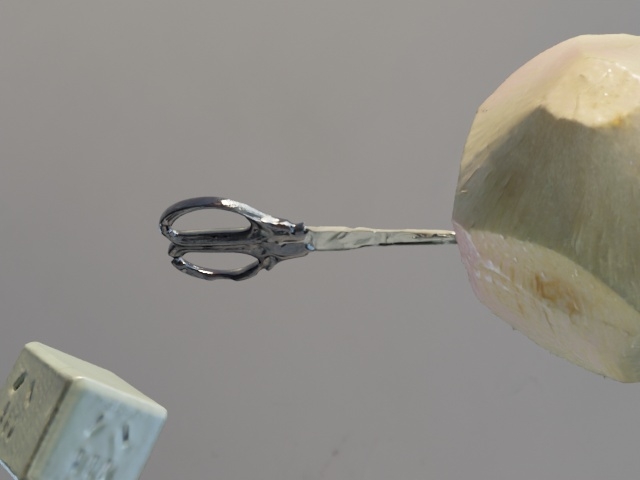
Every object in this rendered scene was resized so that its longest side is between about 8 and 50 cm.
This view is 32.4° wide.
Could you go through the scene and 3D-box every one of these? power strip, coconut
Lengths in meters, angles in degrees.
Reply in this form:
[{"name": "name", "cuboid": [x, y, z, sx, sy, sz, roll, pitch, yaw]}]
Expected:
[{"name": "power strip", "cuboid": [-0.307, 0.212, 1.311, 0.224, 0.139, 0.140, 17, -99, 54]}, {"name": "coconut", "cuboid": [0.193, -0.022, 0.670, 0.197, 0.237, 0.237, -42, -124, -10]}]

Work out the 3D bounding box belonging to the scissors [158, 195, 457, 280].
[{"name": "scissors", "cuboid": [0.000, 0.000, 1.016, 0.300, 0.109, 0.022, 0, -131, 10]}]
